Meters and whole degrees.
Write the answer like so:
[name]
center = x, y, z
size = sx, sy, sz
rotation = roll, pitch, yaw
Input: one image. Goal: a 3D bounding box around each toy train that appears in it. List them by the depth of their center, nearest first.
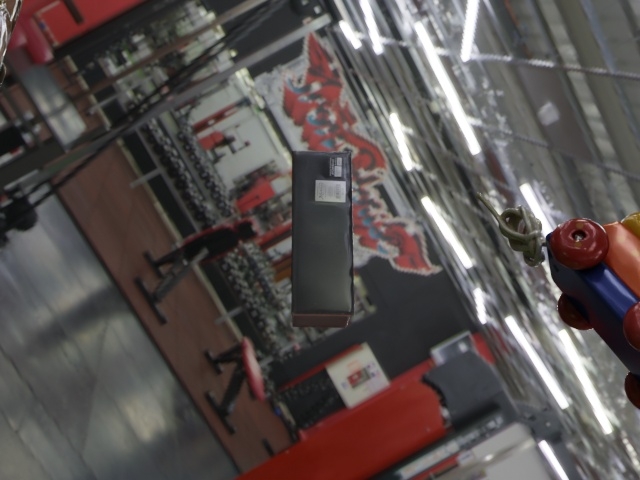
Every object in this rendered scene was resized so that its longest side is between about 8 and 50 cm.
[toy train]
center = 0.244, 0.001, 0.659
size = 0.248, 0.143, 0.105
rotation = 59, -5, 42

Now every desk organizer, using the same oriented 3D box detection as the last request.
[desk organizer]
center = 0.000, 0.000, 0.657
size = 0.050, 0.047, 0.130
rotation = 100, -10, -71

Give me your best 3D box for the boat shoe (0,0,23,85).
[boat shoe]
center = -0.225, -0.110, 0.486
size = 0.111, 0.307, 0.104
rotation = 10, 7, -34
